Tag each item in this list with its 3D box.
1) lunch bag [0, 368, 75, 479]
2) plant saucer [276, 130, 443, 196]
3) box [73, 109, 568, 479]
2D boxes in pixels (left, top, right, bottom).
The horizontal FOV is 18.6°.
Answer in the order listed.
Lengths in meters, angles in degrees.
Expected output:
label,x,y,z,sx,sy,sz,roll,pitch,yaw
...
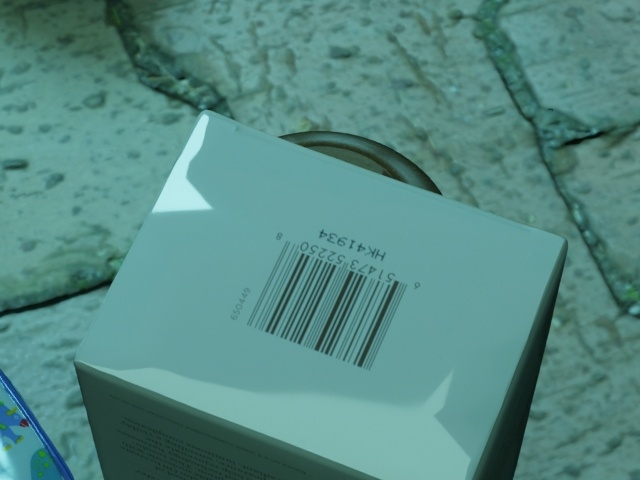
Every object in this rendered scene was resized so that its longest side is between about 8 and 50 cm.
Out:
label,x,y,z,sx,sy,sz,roll,pitch,yaw
lunch bag,-0.273,0.176,1.244,0.219,0.090,0.176,-24,57,-18
plant saucer,0.000,0.000,1.375,0.199,0.036,0.198,0,63,-1
box,0.003,0.110,1.141,0.215,0.345,0.168,20,63,10
